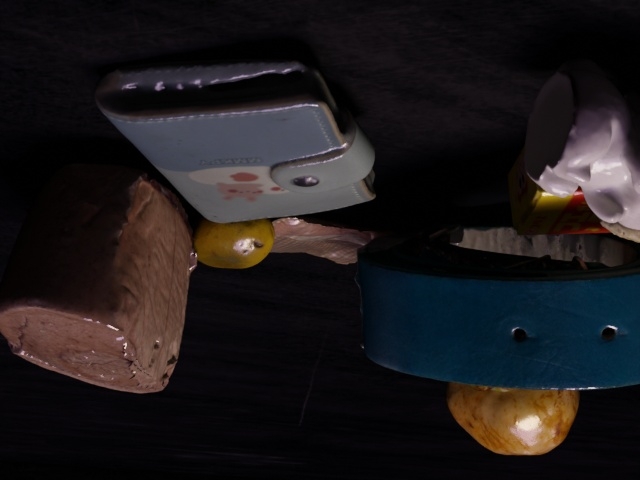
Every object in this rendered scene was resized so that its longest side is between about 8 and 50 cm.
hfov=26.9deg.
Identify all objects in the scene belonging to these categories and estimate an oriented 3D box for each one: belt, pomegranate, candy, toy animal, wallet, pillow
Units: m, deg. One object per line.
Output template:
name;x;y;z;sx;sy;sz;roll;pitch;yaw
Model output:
belt;0.252;0.074;1.693;0.437;0.173;0.300;7;-163;31
pomegranate;0.335;0.259;2.329;0.248;0.248;0.248;-3;161;-1
candy;0.376;-0.071;1.610;0.276;0.088;0.146;-3;162;-4
toy animal;0.309;-0.108;1.375;0.193;0.178;0.127;5;151;-19
wallet;-0.071;-0.098;1.470;0.252;0.083;0.360;-2;163;13
pillow;0.002;-0.001;1.825;0.211;0.034;0.135;9;156;-35

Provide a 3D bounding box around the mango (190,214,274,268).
mango;-0.121;-0.002;1.742;0.103;0.076;0.161;12;164;-22

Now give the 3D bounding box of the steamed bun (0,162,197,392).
steamed bun;-0.276;0.048;1.597;0.199;0.251;0.301;2;156;10

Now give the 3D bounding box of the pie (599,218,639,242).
pie;0.394;-0.072;1.477;0.185;0.218;0.052;24;150;45

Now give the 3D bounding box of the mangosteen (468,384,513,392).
mangosteen;0.249;0.155;2.071;0.200;0.199;0.200;-3;161;-1
